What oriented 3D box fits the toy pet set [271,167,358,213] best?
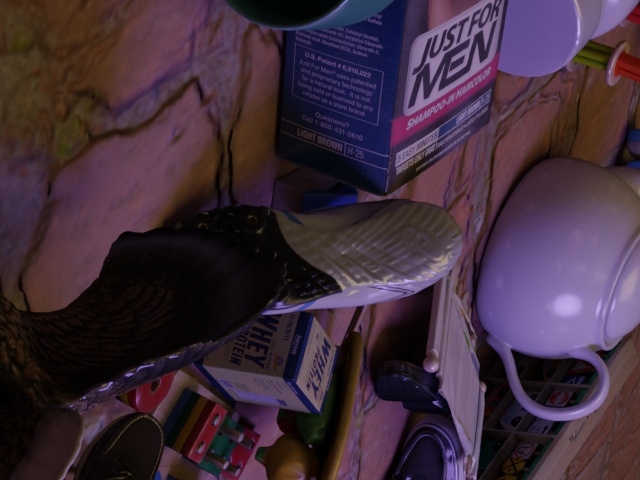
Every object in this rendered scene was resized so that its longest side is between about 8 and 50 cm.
[{"bbox_3d":[0.000,0.000,1.129,0.122,0.065,0.114,-31,137,-51],"label":"toy pet set"}]

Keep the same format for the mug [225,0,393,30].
[{"bbox_3d":[0.011,-0.207,0.892,0.158,0.129,0.097,-33,172,29],"label":"mug"}]

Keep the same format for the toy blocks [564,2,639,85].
[{"bbox_3d":[0.346,-0.217,1.514,0.054,0.148,0.123,-37,140,-45],"label":"toy blocks"}]

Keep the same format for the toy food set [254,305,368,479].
[{"bbox_3d":[-0.016,0.135,1.181,0.128,0.071,0.217,112,-7,-46],"label":"toy food set"}]

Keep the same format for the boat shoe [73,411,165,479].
[{"bbox_3d":[-0.128,0.163,0.862,0.056,0.049,0.152,46,41,-19],"label":"boat shoe"}]

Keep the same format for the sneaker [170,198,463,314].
[{"bbox_3d":[-0.009,0.015,1.035,0.237,0.086,0.085,-3,75,-25],"label":"sneaker"}]

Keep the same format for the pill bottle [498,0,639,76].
[{"bbox_3d":[0.233,-0.277,1.241,0.283,0.160,0.160,-47,148,-34],"label":"pill bottle"}]

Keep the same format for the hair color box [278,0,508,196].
[{"bbox_3d":[0.067,-0.225,1.032,0.174,0.105,0.347,-37,140,-47],"label":"hair color box"}]

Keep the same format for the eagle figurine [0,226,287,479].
[{"bbox_3d":[-0.159,0.071,0.756,0.298,0.226,0.225,26,67,-59],"label":"eagle figurine"}]

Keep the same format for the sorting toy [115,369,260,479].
[{"bbox_3d":[-0.105,0.184,1.099,0.132,0.046,0.274,-61,154,-12],"label":"sorting toy"}]

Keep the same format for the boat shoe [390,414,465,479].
[{"bbox_3d":[0.097,0.300,1.548,0.076,0.080,0.228,-28,142,-54],"label":"boat shoe"}]

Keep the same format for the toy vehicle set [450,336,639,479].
[{"bbox_3d":[0.239,0.205,1.630,0.267,0.166,0.035,-47,120,-35],"label":"toy vehicle set"}]

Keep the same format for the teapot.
[{"bbox_3d":[0.305,0.040,1.598,0.252,0.187,0.256,-31,138,-50],"label":"teapot"}]

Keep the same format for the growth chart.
[{"bbox_3d":[0.145,0.134,1.460,0.172,0.021,0.237,-76,155,-43],"label":"growth chart"}]

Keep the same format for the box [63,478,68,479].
[{"bbox_3d":[-0.180,0.393,0.852,0.395,0.212,0.293,-43,126,-41],"label":"box"}]

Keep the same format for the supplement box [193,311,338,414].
[{"bbox_3d":[-0.041,0.091,1.091,0.083,0.083,0.056,58,43,-60],"label":"supplement box"}]

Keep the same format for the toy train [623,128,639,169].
[{"bbox_3d":[0.465,-0.075,1.923,0.248,0.105,0.143,2,96,-62],"label":"toy train"}]

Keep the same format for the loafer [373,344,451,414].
[{"bbox_3d":[0.096,0.137,1.442,0.170,0.062,0.061,41,52,-67],"label":"loafer"}]
